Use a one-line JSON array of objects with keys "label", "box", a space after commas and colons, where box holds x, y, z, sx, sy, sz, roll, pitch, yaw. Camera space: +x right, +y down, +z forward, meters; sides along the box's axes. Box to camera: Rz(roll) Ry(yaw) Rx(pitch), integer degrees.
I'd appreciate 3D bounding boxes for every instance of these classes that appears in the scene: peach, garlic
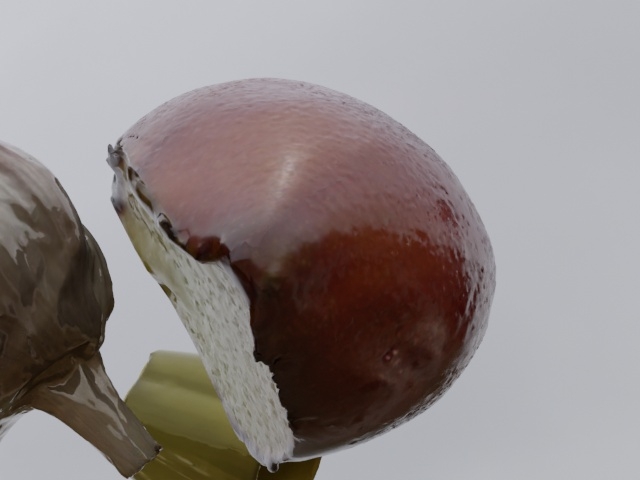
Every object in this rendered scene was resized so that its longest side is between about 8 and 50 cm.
[{"label": "peach", "box": [0.000, 0.000, 1.267, 0.201, 0.257, 0.362, -27, 0, -9]}, {"label": "garlic", "box": [-0.182, 0.063, 1.147, 0.218, 0.212, 0.218, -53, -13, -17]}]

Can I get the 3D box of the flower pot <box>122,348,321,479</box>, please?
[{"label": "flower pot", "box": [-0.107, 0.202, 1.997, 0.179, 0.195, 0.195, 19, -23, 18]}]
